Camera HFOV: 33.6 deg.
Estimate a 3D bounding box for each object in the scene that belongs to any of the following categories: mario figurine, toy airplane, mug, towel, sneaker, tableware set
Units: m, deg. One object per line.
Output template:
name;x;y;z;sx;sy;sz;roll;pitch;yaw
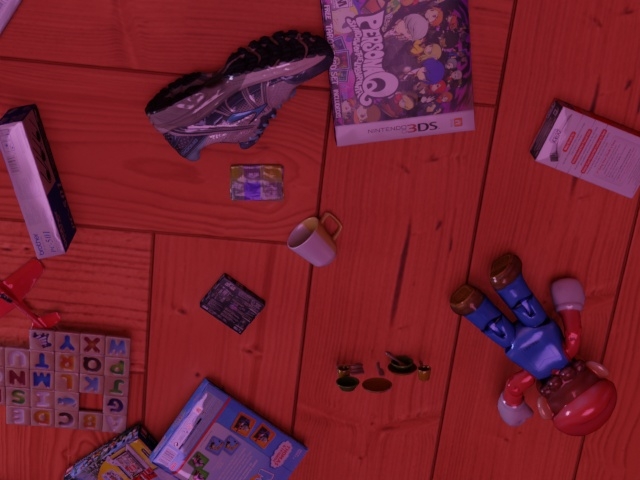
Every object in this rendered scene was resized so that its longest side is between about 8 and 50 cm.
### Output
mario figurine;0.349;0.177;1.707;0.320;0.170;0.198;51;138;-9
toy airplane;-0.472;0.103;1.665;0.151;0.028;0.151;0;113;-1
mug;-0.002;0.003;1.631;0.078;0.062;0.064;-36;117;18
towel;-0.096;-0.087;1.614;0.083;0.009;0.060;2;113;-3
sneaker;-0.103;-0.205;1.530;0.283;0.110;0.122;-21;124;13
tableware set;0.099;0.211;1.695;0.154;0.104;0.024;-2;111;-3

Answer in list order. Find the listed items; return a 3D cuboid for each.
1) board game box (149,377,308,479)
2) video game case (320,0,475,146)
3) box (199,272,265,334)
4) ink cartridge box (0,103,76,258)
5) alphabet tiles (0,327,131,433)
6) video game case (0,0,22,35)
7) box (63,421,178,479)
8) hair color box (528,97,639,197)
board game box;-0.150;0.351;1.749;0.211;0.039;0.160;37;85;-15
video game case;0.113;-0.261;1.536;0.210;0.042;0.232;-7;112;-1
box;-0.140;0.101;1.684;0.083;0.018;0.067;36;106;-15
ink cartridge box;-0.416;-0.087;1.553;0.046;0.097;0.207;-12;112;2
alphabet tiles;-0.428;0.225;1.711;0.237;0.009;0.198;6;121;-5
video game case;-0.532;-0.328;1.490;0.173;0.022;0.190;33;108;-15
box;-0.299;0.436;1.795;0.159;0.044;0.233;-32;112;10
hair color box;0.411;-0.139;1.594;0.167;0.053;0.093;20;111;-12
